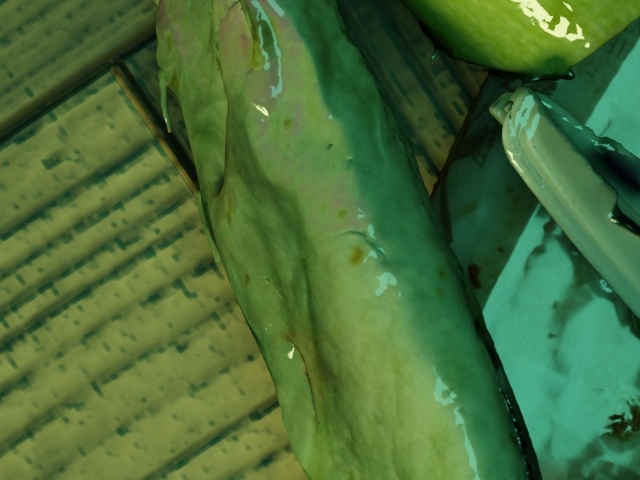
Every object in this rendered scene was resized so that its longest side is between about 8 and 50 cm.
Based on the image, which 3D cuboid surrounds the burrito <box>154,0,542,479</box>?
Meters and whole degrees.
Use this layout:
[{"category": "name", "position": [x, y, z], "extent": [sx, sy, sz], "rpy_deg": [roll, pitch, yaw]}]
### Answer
[{"category": "burrito", "position": [0.003, -0.002, 0.662], "extent": [0.066, 0.096, 0.309], "rpy_deg": [-17, 77, -30]}]

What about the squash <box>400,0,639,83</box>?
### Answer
[{"category": "squash", "position": [0.001, -0.183, 0.653], "extent": [0.287, 0.137, 0.137], "rpy_deg": [40, 89, -11]}]

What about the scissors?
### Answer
[{"category": "scissors", "position": [0.128, 0.025, 0.663], "extent": [0.204, 0.027, 0.101], "rpy_deg": [43, 86, -15]}]

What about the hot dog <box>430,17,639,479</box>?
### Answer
[{"category": "hot dog", "position": [0.121, -0.025, 0.711], "extent": [0.144, 0.075, 0.268], "rpy_deg": [35, 93, -4]}]
